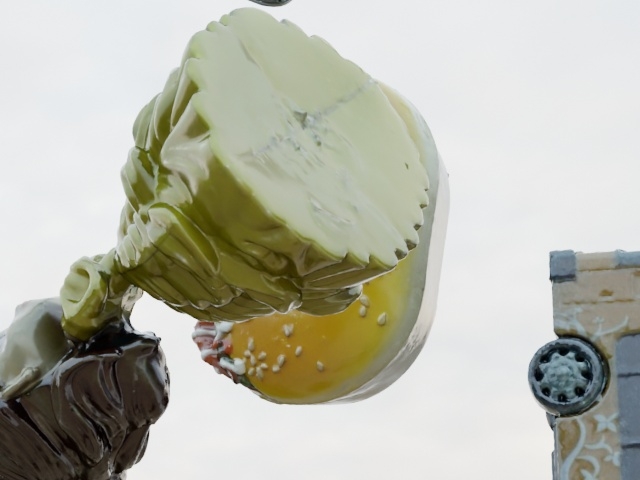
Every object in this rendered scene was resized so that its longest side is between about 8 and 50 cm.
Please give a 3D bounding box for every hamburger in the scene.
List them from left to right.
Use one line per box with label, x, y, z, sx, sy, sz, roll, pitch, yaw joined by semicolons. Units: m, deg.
hamburger;0.000;0.000;1.347;0.227;0.295;0.151;-3;-20;35

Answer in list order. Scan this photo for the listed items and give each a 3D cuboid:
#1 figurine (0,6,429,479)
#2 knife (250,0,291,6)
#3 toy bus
figurine;-0.106;0.031;0.881;0.168;0.187;0.315;37;-59;-22
knife;-0.154;-0.366;2.111;0.265;0.041;0.073;20;34;25
toy bus;0.264;0.173;1.189;0.194;0.323;0.162;-4;-20;15
